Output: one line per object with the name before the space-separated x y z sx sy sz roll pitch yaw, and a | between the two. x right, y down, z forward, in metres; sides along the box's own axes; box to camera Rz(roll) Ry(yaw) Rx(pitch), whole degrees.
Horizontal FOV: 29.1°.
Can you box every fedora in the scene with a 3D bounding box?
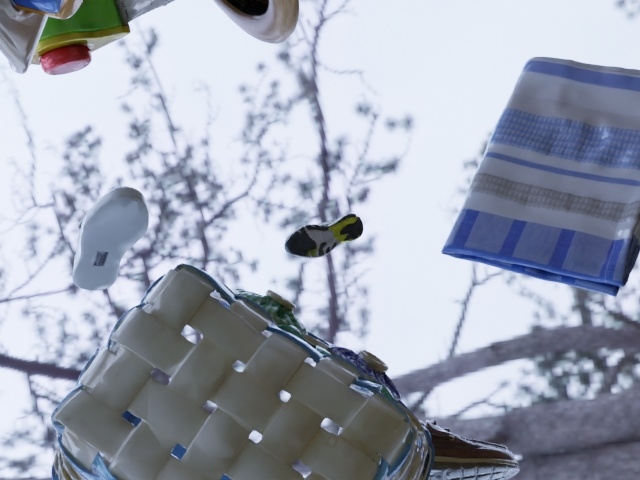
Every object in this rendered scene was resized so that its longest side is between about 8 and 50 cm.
fedora | -0.063 -0.280 1.160 0.079 0.194 0.194 -36 -71 -19

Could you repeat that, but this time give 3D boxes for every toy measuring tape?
toy measuring tape | -0.300 -0.296 1.603 0.121 0.330 0.121 32 -131 -46

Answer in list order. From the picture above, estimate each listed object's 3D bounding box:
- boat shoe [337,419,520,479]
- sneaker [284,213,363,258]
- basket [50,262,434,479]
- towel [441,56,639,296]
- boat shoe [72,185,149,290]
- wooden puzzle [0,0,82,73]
boat shoe | 0.092 0.177 1.028 0.178 0.064 0.060 8 -129 -32
sneaker | 0.000 0.000 1.110 0.083 0.035 0.031 -15 -94 -34
basket | -0.046 0.154 0.825 0.255 0.289 0.201 33 -113 10
towel | 0.273 -0.081 1.334 0.285 0.209 0.034 -63 -30 -25
boat shoe | -0.276 -0.017 1.578 0.078 0.219 0.070 9 -124 -23
wooden puzzle | -0.255 -0.353 1.152 0.348 0.081 0.322 84 -157 -76
